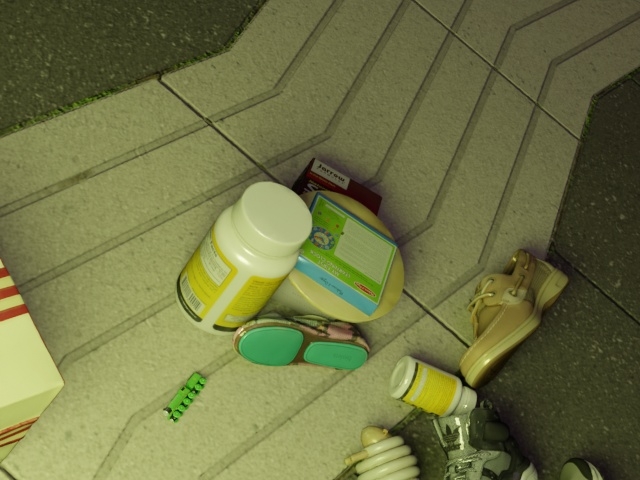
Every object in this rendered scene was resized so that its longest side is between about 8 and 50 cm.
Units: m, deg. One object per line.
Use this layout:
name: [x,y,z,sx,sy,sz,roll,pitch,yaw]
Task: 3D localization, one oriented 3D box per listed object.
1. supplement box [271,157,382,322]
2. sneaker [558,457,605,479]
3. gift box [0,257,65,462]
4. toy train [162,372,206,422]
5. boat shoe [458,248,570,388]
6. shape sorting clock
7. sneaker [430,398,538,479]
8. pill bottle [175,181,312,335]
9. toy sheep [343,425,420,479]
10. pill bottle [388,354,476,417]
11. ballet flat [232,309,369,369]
supplement box: [0.000,0.000,1.708,0.130,0.073,0.239,29,43,-10]
sneaker: [0.316,0.389,1.575,0.108,0.100,0.271,25,40,6]
gift box: [-0.432,0.147,1.157,0.258,0.255,0.276,-17,65,-42]
toy train: [-0.172,0.198,1.465,0.023,0.017,0.083,31,42,7]
boat shoe: [0.274,0.113,1.773,0.110,0.122,0.341,40,32,9]
shape sorting clock: [0.027,0.022,1.623,0.206,0.040,0.206,20,48,-24]
sneaker: [0.181,0.310,1.517,0.268,0.101,0.153,-30,96,-51]
pill bottle: [-0.100,0.024,1.519,0.119,0.208,0.119,19,47,-21]
toy sheep: [0.086,0.302,1.504,0.091,0.091,0.132,-12,76,-40]
pill bottle: [0.160,0.212,1.640,0.116,0.065,0.065,24,45,-14]
ballet flat: [-0.034,0.131,1.584,0.221,0.077,0.079,10,31,-34]
